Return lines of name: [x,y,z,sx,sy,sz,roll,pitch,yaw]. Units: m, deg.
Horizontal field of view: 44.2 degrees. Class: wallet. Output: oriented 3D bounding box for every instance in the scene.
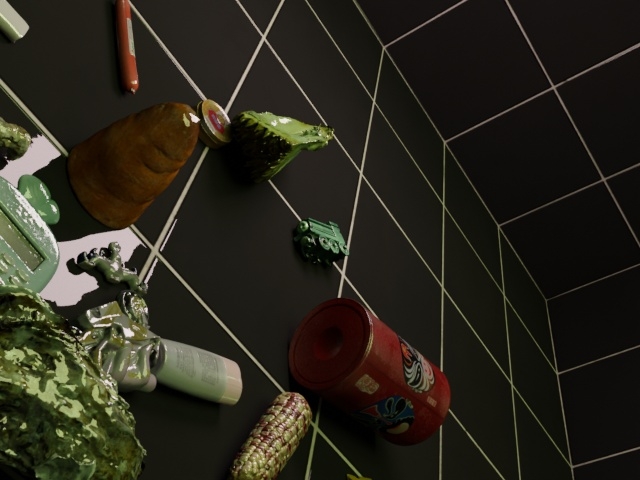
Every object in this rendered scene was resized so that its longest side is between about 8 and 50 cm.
wallet: [-0.521,-0.377,1.261,0.122,0.025,0.061,50,22,-28]

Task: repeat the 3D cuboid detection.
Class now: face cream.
face cream: [-0.206,0.213,1.284,0.198,0.057,0.084,34,39,-51]

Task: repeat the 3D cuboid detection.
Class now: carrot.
carrot: [-0.281,-0.141,1.283,0.159,0.225,0.159,46,26,-30]

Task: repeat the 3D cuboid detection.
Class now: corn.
corn: [-0.085,0.351,1.357,0.086,0.086,0.253,60,26,-9]

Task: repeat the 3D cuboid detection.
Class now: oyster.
oyster: [-0.494,-0.176,1.080,0.200,0.061,0.106,5,61,-62]
oyster: [-0.329,0.212,0.965,0.351,0.162,0.158,62,-7,-27]

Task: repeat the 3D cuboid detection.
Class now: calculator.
calculator: [-0.439,0.008,1.039,0.184,0.042,0.295,55,29,-19]

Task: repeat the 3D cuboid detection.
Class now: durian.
durian: [-0.082,-0.245,1.787,0.163,0.198,0.394,64,17,-6]

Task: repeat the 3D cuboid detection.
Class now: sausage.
sausage: [-0.378,-0.383,1.533,0.034,0.034,0.253,28,44,-52]

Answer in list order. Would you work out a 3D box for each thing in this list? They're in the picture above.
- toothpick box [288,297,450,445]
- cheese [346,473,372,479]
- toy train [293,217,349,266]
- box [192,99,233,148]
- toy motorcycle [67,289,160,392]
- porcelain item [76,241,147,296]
toothpick box: [0.109,0.283,1.663,0.333,0.204,0.204,41,34,-40]
cheese: [0.115,0.544,1.583,0.093,0.126,0.171,25,26,-46]
toy train: [0.000,0.000,1.880,0.170,0.071,0.111,20,40,-55]
box: [-0.232,-0.248,1.688,0.105,0.037,0.105,45,31,-37]
toy motorcycle: [-0.294,0.163,1.138,0.152,0.073,0.225,62,22,-5]
porcelain item: [-0.328,0.033,1.253,0.136,0.021,0.075,37,36,-44]
